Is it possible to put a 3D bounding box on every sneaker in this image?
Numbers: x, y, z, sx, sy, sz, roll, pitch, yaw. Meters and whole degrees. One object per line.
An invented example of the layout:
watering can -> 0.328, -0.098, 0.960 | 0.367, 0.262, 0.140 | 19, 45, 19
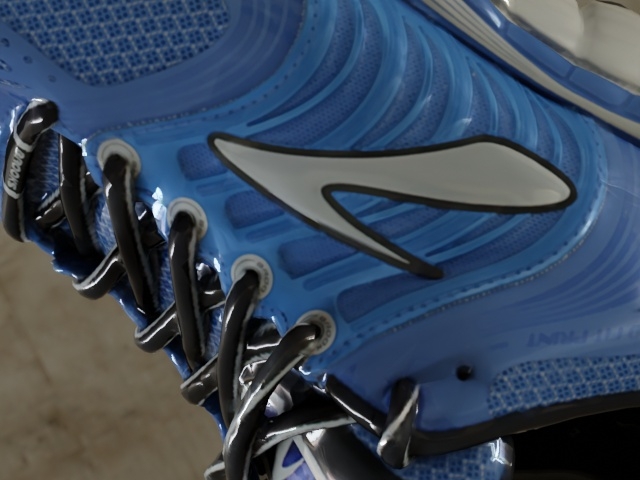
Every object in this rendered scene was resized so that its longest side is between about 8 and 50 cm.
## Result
sneaker -> 0.000, 0.000, 0.410 | 0.130, 0.330, 0.147 | 111, -2, -64
